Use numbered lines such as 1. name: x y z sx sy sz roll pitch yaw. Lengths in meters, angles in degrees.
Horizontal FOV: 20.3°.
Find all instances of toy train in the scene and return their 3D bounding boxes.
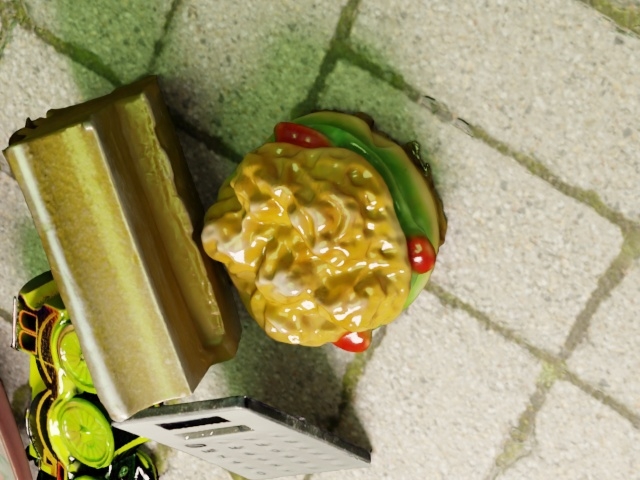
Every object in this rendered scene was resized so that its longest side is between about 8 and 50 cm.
1. toy train: -0.254 0.177 1.932 0.160 0.100 0.296 20 119 27

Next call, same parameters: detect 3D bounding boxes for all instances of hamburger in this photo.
1. hamburger: 0.000 0.000 1.694 0.237 0.149 0.237 10 113 23

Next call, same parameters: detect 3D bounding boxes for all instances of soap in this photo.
1. soap: -0.186 0.002 1.713 0.143 0.259 0.281 -16 102 10

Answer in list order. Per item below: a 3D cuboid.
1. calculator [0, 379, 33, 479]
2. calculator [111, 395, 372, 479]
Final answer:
1. calculator: -0.405 0.226 2.026 0.220 0.048 0.330 -7 103 47
2. calculator: -0.074 0.196 1.774 0.161 0.261 0.021 -10 67 30
